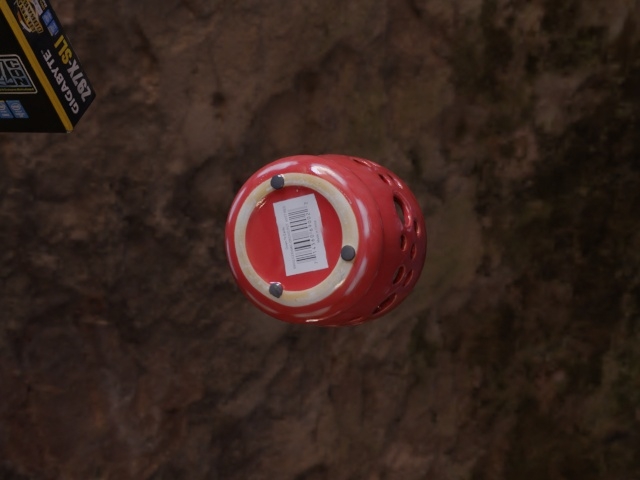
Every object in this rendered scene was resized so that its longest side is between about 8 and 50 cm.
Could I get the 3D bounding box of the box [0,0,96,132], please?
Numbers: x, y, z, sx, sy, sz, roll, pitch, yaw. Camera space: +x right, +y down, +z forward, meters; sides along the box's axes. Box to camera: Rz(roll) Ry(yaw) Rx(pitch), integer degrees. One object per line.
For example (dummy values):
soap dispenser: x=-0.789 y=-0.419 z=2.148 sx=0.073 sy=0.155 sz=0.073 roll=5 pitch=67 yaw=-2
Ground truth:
box: x=-0.456 y=-0.247 z=1.120 sx=0.257 sy=0.322 sz=0.079 roll=70 pitch=-147 yaw=-44

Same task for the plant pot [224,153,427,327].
plant pot: x=0.000 y=0.000 z=1.009 sx=0.174 sy=0.191 sz=0.191 roll=2 pitch=-88 yaw=-68
